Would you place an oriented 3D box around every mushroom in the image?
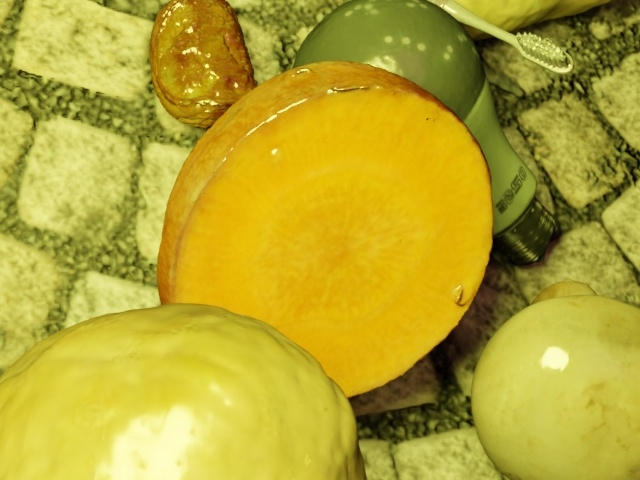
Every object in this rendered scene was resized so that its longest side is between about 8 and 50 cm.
[{"bbox_3d":[0.227,0.136,1.253,0.206,0.209,0.206,-12,116,-26],"label":"mushroom"}]

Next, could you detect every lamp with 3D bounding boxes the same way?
[{"bbox_3d":[0.119,-0.112,1.299,0.314,0.182,0.182,26,63,-20],"label":"lamp"}]

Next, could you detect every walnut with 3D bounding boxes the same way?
[{"bbox_3d":[-0.120,0.226,0.974,0.381,0.381,0.381,7,68,-18],"label":"walnut"}]

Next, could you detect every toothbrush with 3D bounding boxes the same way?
[{"bbox_3d":[0.091,-0.241,1.315,0.354,0.029,0.024,32,85,27],"label":"toothbrush"}]

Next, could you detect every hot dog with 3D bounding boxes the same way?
[{"bbox_3d":[-0.108,-0.166,1.287,0.099,0.065,0.147,-8,63,-23],"label":"hot dog"}]

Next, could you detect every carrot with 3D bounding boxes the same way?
[{"bbox_3d":[0.000,0.000,1.149,0.258,0.100,0.307,39,91,-14],"label":"carrot"}]

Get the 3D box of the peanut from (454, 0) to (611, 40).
[{"bbox_3d":[0.218,-0.288,1.411,0.319,0.147,0.147,-15,76,-25],"label":"peanut"}]
